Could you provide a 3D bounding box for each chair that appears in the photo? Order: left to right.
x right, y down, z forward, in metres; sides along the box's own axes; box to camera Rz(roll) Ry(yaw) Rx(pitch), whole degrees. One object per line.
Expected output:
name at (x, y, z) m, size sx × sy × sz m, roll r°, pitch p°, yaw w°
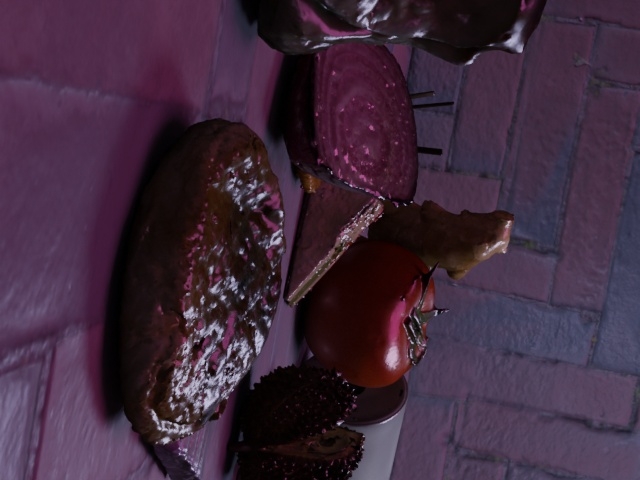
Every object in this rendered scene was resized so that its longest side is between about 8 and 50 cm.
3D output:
chair at (0.090, -0.193, 1.800) m, size 0.095 × 0.221 × 0.104 m, roll 56°, pitch 41°, yaw -45°

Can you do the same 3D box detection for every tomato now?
tomato at (0.089, 0.127, 2.007) m, size 0.256 × 0.224 × 0.256 m, roll -51°, pitch 152°, yaw -42°

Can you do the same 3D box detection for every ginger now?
ginger at (0.164, 0.006, 2.110) m, size 0.122 × 0.348 × 0.363 m, roll -36°, pitch 148°, yaw -41°

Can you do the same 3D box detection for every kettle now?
kettle at (0.051, 0.400, 2.142) m, size 0.265 × 0.205 × 0.318 m, roll -119°, pitch -150°, yaw -47°

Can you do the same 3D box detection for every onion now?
onion at (0.022, -0.163, 1.496) m, size 0.250 × 0.111 × 0.247 m, roll 22°, pitch 59°, yaw -49°

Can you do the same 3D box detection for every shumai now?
shumai at (0.101, -0.279, 1.177) m, size 0.309 × 0.263 × 0.304 m, roll -64°, pitch -177°, yaw -24°

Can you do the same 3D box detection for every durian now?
durian at (-0.035, 0.258, 1.526) m, size 0.167 × 0.196 × 0.196 m, roll -16°, pitch -121°, yaw 62°

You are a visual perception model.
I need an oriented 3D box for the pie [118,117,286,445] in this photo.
pie at (-0.093, 0.036, 0.971) m, size 0.277 × 0.078 × 0.277 m, roll 6°, pitch 90°, yaw -76°

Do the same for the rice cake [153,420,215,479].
rice cake at (-0.120, 0.132, 1.138) m, size 0.189 × 0.037 × 0.198 m, roll 84°, pitch 17°, yaw -68°

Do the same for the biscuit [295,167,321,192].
biscuit at (0.002, -0.195, 1.658) m, size 0.254 × 0.035 × 0.254 m, roll 11°, pitch 90°, yaw -83°

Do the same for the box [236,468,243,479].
box at (-0.079, 0.365, 1.614) m, size 0.035 × 0.083 × 0.079 m, roll -5°, pitch 104°, yaw -83°

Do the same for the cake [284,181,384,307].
cake at (-0.013, -0.015, 1.791) m, size 0.220 × 0.117 × 0.086 m, roll -47°, pitch 167°, yaw -3°
